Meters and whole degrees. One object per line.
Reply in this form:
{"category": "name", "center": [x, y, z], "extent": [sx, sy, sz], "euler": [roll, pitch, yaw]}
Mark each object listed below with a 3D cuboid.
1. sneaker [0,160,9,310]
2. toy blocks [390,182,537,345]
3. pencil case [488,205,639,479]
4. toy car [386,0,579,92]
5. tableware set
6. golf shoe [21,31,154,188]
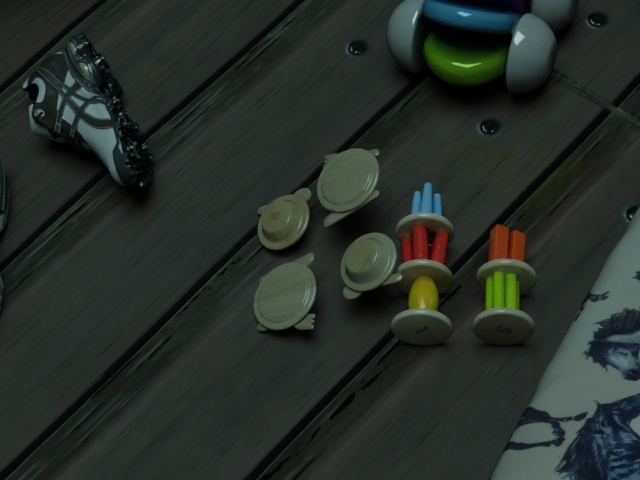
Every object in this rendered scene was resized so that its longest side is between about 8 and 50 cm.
{"category": "sneaker", "center": [-0.349, 0.012, 1.412], "extent": [0.115, 0.090, 0.232], "euler": [-10, 45, 9]}
{"category": "toy blocks", "center": [0.125, 0.015, 1.348], "extent": [0.123, 0.054, 0.148], "euler": [-1, 55, 9]}
{"category": "pencil case", "center": [0.277, 0.100, 1.197], "extent": [0.183, 0.160, 0.410], "euler": [13, 56, 37]}
{"category": "toy car", "center": [0.153, -0.233, 1.467], "extent": [0.159, 0.136, 0.182], "euler": [15, 59, 18]}
{"category": "tableware set", "center": [0.000, 0.000, 1.370], "extent": [0.141, 0.020, 0.169], "euler": [-23, 53, 24]}
{"category": "golf shoe", "center": [-0.223, -0.106, 1.482], "extent": [0.094, 0.077, 0.198], "euler": [-30, 49, 0]}
